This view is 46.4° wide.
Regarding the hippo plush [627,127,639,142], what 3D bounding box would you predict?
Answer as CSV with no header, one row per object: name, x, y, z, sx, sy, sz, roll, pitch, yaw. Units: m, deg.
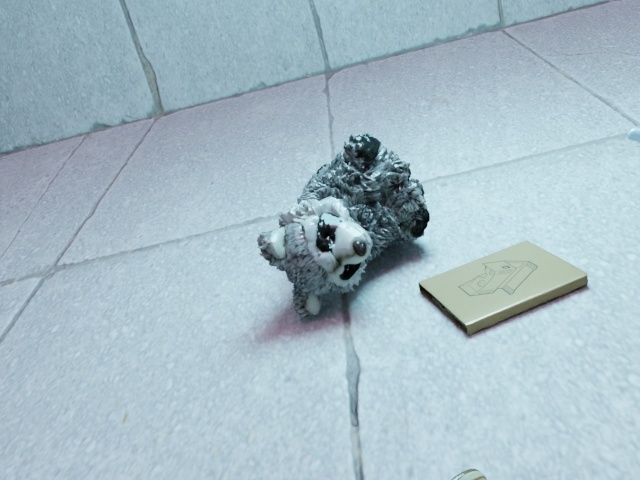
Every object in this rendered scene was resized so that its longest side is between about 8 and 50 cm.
hippo plush,0.646,-0.141,1.203,0.294,0.234,0.236,-58,5,5

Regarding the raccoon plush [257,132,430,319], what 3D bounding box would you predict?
raccoon plush,0.000,0.000,1.341,0.299,0.216,0.446,-40,2,-19

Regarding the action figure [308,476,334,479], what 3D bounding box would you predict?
action figure,0.004,0.256,0.469,0.248,0.370,0.275,-32,63,7

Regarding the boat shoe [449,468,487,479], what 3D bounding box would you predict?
boat shoe,0.108,0.297,0.689,0.190,0.068,0.072,-41,46,-23

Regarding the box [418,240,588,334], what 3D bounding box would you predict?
box,0.271,0.065,1.133,0.201,0.021,0.164,-21,24,-11
